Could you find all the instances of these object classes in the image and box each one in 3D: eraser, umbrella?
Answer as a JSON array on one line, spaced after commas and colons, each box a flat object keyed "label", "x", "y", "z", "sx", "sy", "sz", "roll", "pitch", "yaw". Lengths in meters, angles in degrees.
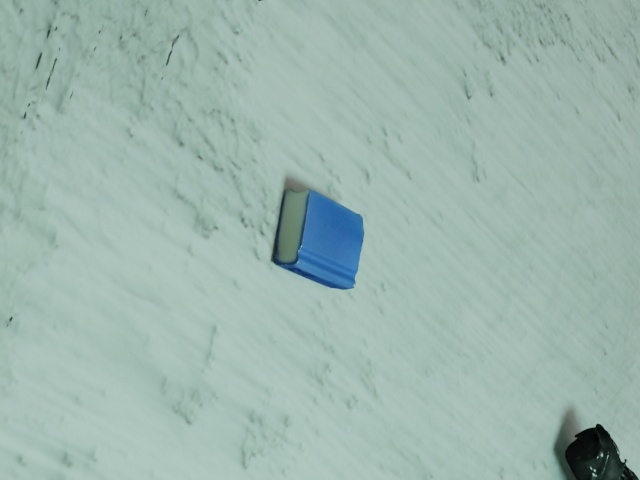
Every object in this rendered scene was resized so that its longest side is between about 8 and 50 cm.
[{"label": "eraser", "x": 0.000, "y": 0.000, "z": 1.325, "sx": 0.084, "sy": 0.027, "sz": 0.063, "roll": 26, "pitch": 69, "yaw": -53}, {"label": "umbrella", "x": 0.329, "y": 0.353, "z": 1.750, "sx": 0.337, "sy": 0.128, "sz": 0.154, "roll": 55, "pitch": 32, "yaw": -33}]
